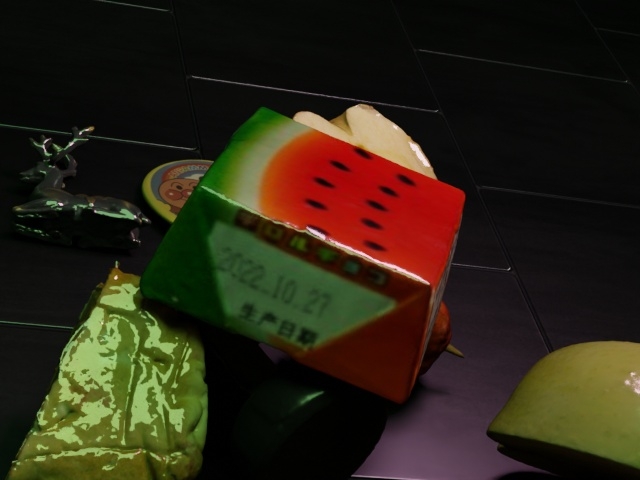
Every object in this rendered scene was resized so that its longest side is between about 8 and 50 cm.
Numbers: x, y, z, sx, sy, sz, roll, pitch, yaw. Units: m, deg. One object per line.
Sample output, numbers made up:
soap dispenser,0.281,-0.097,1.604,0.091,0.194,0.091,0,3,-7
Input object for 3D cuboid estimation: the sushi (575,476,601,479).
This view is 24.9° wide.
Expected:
sushi,0.294,0.420,1.669,0.181,0.196,0.343,7,24,19

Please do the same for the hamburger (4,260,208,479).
hamburger,-0.230,0.216,1.697,0.209,0.162,0.330,25,58,-6

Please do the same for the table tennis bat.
table tennis bat,-0.132,-0.030,2.233,0.224,0.054,0.369,-8,37,-35

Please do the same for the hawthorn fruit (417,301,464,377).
hawthorn fruit,0.096,0.118,2.010,0.251,0.190,0.189,16,32,-14

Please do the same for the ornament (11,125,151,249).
ornament,-0.357,-0.087,2.186,0.202,0.080,0.236,6,34,-11

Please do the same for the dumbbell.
dumbbell,-0.083,0.161,1.832,0.203,0.204,0.322,-11,43,-37

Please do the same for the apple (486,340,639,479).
apple,0.388,0.268,1.794,0.360,0.320,0.311,18,34,23

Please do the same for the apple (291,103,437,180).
apple,0.035,-0.072,2.261,0.293,0.163,0.251,-12,63,-48

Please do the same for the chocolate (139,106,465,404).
chocolate,0.000,0.000,1.787,0.341,0.161,0.360,23,27,3
